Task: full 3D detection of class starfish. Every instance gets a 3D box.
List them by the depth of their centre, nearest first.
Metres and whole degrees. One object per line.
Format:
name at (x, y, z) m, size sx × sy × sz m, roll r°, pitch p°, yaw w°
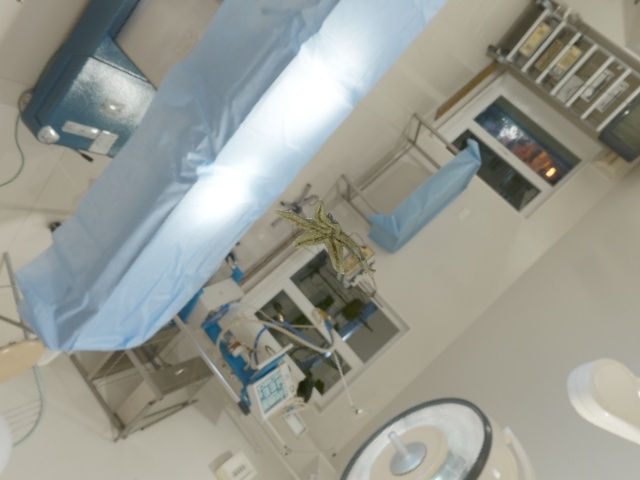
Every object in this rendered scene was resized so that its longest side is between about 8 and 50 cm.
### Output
starfish at (0.000, 0.000, 0.819) m, size 0.176 × 0.208 × 0.053 m, roll -6°, pitch -135°, yaw 44°

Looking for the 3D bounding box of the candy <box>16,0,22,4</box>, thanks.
candy at (-0.636, -0.543, 0.990) m, size 0.030 × 0.020 × 0.083 m, roll 135°, pitch -26°, yaw -60°
